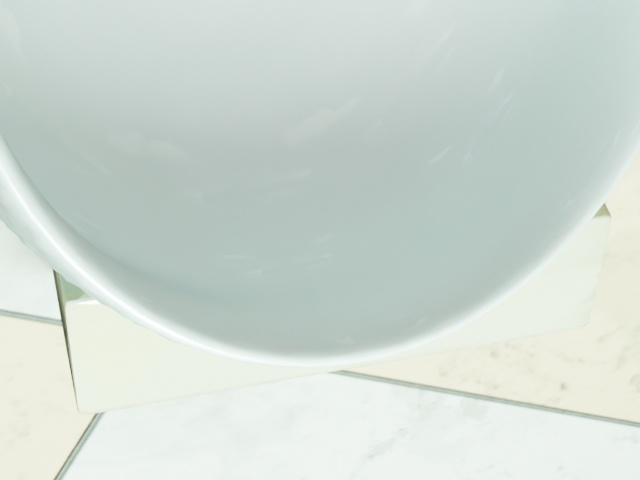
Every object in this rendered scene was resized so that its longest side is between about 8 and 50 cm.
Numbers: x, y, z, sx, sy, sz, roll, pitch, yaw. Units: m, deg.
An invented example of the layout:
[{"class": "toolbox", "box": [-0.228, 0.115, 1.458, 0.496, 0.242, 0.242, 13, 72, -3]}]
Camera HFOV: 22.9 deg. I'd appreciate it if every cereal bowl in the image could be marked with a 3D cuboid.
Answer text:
[{"class": "cereal bowl", "box": [-0.013, -0.130, 0.588, 0.339, 0.141, 0.339, -12, 111, -33]}]

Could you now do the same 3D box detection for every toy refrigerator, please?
[{"class": "toy refrigerator", "box": [0.000, 0.000, 0.804, 0.269, 0.102, 0.094, -9, 137, -10]}]
